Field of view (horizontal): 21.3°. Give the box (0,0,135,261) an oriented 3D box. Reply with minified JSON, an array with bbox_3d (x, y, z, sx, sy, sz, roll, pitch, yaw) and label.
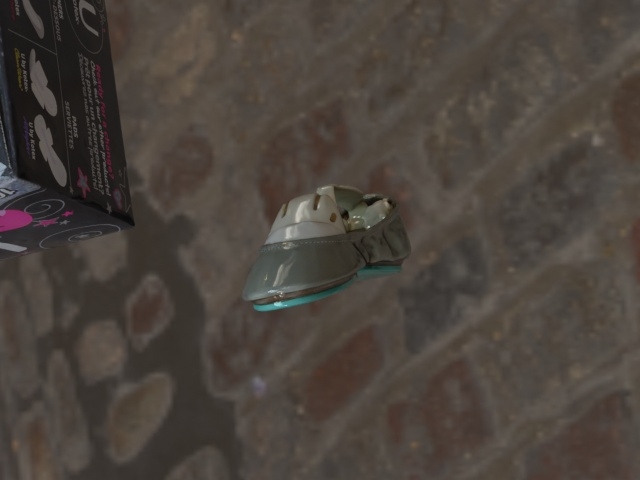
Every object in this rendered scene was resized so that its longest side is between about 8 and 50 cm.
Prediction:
[{"bbox_3d":[-0.250,-0.063,0.961,0.247,0.142,0.163,-14,76,19],"label":"box"}]

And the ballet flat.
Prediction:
[{"bbox_3d":[0.000,0.000,1.071,0.072,0.213,0.068,-11,91,21],"label":"ballet flat"}]
